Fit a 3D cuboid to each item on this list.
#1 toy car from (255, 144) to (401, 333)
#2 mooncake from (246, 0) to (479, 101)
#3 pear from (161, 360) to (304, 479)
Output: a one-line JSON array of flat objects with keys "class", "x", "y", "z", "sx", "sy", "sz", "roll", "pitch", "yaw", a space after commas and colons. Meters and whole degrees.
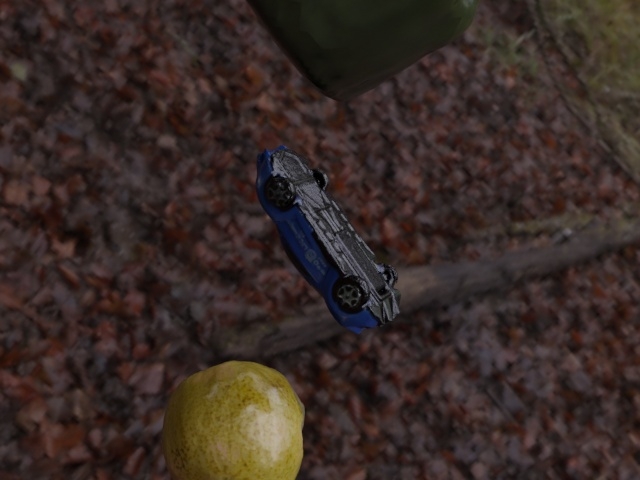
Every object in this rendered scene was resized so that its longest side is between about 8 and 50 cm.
[{"class": "toy car", "x": 0.000, "y": 0.000, "z": 1.052, "sx": 0.216, "sy": 0.063, "sz": 0.103, "roll": 54, "pitch": 24, "yaw": 7}, {"class": "mooncake", "x": -0.004, "y": -0.306, "z": 0.928, "sx": 0.356, "sy": 0.194, "sz": 0.356, "roll": 55, "pitch": 7, "yaw": -11}, {"class": "pear", "x": -0.091, "y": 0.223, "z": 1.158, "sx": 0.178, "sy": 0.178, "sz": 0.178, "roll": 30, "pitch": 33, "yaw": -22}]
